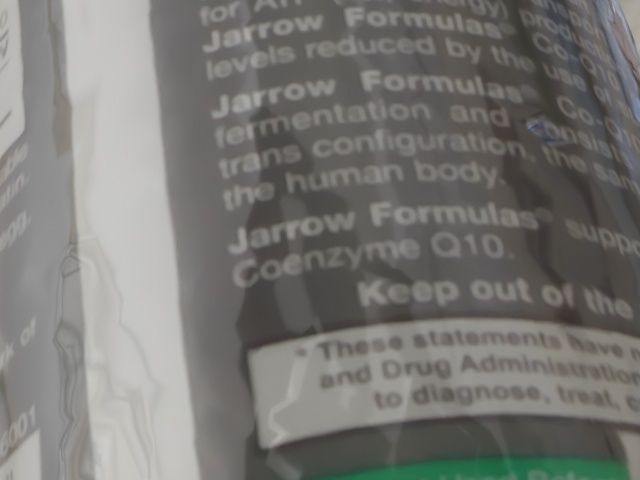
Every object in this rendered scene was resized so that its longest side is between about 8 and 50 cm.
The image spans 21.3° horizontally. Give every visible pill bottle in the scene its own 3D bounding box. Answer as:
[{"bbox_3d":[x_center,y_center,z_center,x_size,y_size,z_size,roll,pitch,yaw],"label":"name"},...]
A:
[{"bbox_3d":[0.000,0.000,0.479,0.204,0.204,0.361,-48,37,38],"label":"pill bottle"}]
